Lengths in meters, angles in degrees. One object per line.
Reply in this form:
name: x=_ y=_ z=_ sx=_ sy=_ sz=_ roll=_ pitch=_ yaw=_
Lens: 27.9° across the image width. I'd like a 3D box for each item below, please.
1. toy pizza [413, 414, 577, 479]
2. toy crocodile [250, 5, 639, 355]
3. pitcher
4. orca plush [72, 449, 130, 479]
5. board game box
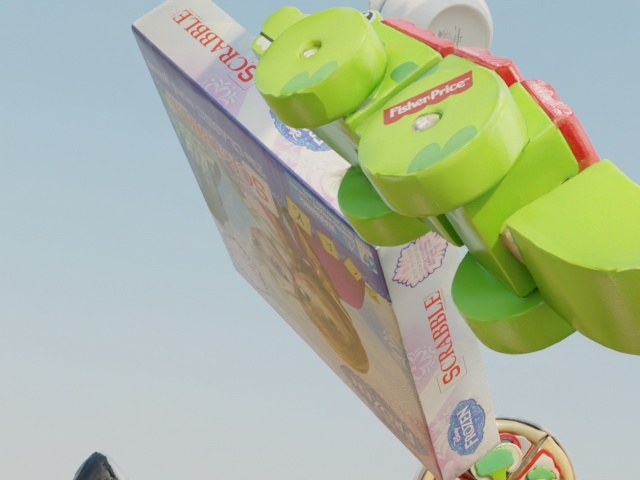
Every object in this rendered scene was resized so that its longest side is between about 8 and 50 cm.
toy pizza: x=0.199 y=0.296 z=1.455 sx=0.201 sy=0.201 sz=0.032 roll=11 pitch=10 yaw=-13
toy crocodile: x=0.059 y=-0.046 z=0.598 sx=0.115 sy=0.105 sz=0.340 roll=54 pitch=-6 yaw=-31
pitcher: x=0.122 y=-0.235 z=1.551 sx=0.126 sy=0.177 sz=0.207 roll=-1 pitch=19 yaw=-18
orca plush: x=-0.185 y=0.341 z=1.271 sx=0.151 sy=0.102 sz=0.287 roll=34 pitch=-27 yaw=43
board game box: x=0.000 y=0.000 z=1.016 sx=0.319 sy=0.066 sz=0.318 roll=43 pitch=-17 yaw=38
